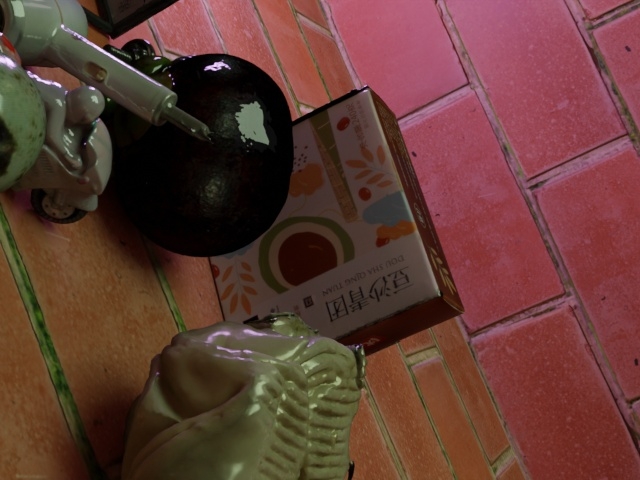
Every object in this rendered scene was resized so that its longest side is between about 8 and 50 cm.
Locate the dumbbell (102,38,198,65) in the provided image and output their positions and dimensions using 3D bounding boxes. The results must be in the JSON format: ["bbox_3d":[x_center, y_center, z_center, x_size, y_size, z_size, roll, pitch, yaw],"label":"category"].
[{"bbox_3d":[-0.266,-0.273,1.732,0.254,0.110,0.110,14,52,-59],"label":"dumbbell"}]

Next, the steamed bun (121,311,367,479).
[{"bbox_3d":[-0.116,0.249,1.239,0.394,0.237,0.347,-51,141,-45],"label":"steamed bun"}]

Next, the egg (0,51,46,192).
[{"bbox_3d":[-0.382,-0.118,1.072,0.231,0.169,0.169,-17,82,-58],"label":"egg"}]

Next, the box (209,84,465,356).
[{"bbox_3d":[0.000,0.000,1.697,0.122,0.344,0.385,35,34,-59],"label":"box"}]

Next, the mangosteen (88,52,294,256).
[{"bbox_3d":[-0.180,-0.122,1.508,0.300,0.300,0.300,54,21,-31],"label":"mangosteen"}]

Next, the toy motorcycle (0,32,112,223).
[{"bbox_3d":[-0.327,-0.135,1.246,0.260,0.170,0.110,56,18,-31],"label":"toy motorcycle"}]

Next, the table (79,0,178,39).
[{"bbox_3d":[-0.288,-0.516,1.602,0.272,0.334,0.222,28,40,-61],"label":"table"}]

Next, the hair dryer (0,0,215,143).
[{"bbox_3d":[-0.281,-0.217,1.343,0.357,0.108,0.173,30,15,11],"label":"hair dryer"}]
